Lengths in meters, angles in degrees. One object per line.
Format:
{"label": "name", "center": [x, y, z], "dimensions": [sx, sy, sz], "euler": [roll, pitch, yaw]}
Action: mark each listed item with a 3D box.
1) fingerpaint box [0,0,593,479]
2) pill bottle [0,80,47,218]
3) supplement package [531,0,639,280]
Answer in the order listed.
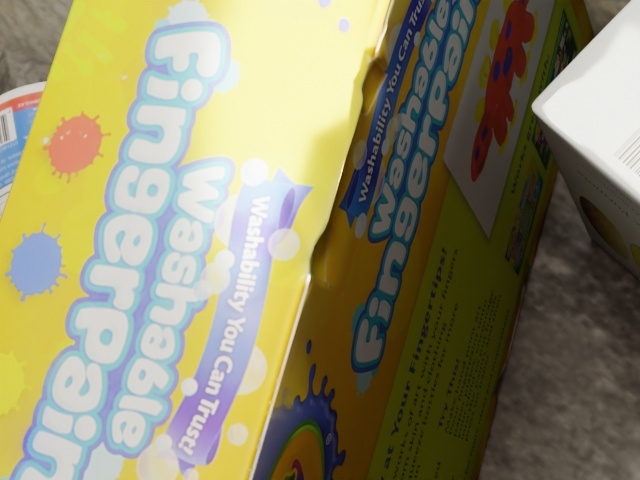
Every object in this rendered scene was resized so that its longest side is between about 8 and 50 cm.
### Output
{"label": "fingerpaint box", "center": [0.000, 0.000, 0.661], "dimensions": [0.163, 0.371, 0.444], "euler": [12, 81, 22]}
{"label": "pill bottle", "center": [-0.173, 0.008, 0.856], "dimensions": [0.124, 0.124, 0.221], "euler": [-20, 71, 14]}
{"label": "supplement package", "center": [0.227, -0.037, 0.657], "dimensions": [0.134, 0.244, 0.139], "euler": [-46, 65, 2]}
